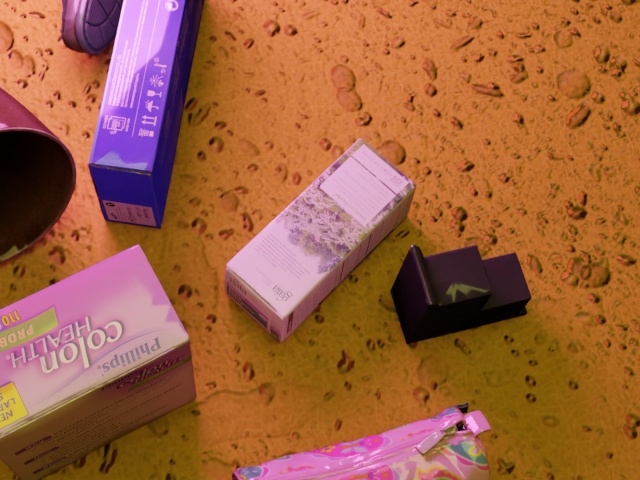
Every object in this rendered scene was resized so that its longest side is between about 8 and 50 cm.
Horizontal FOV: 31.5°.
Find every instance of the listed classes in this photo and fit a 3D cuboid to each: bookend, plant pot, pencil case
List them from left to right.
[{"bbox_3d":[-0.433,-0.115,1.308,0.215,0.215,0.230,-32,60,-16],"label":"plant pot"},{"bbox_3d":[0.049,0.265,1.231,0.284,0.124,0.124,-15,71,-10],"label":"pencil case"},{"bbox_3d":[0.174,0.049,1.308,0.156,0.157,0.072,-13,71,-9],"label":"bookend"}]

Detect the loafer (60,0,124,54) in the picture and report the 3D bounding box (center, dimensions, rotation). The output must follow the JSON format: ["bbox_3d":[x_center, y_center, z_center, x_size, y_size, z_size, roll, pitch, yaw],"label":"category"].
[{"bbox_3d":[-0.293,-0.350,1.468,0.084,0.096,0.267,3,60,17],"label":"loafer"}]

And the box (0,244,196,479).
[{"bbox_3d":[-0.253,0.138,1.189,0.213,0.243,0.117,-26,74,-13],"label":"box"}]

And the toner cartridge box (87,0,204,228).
[{"bbox_3d":[-0.203,-0.206,1.369,0.075,0.165,0.348,8,68,-2],"label":"toner cartridge box"}]

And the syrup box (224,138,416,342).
[{"bbox_3d":[0.000,0.000,1.343,0.093,0.096,0.237,41,71,13],"label":"syrup box"}]
